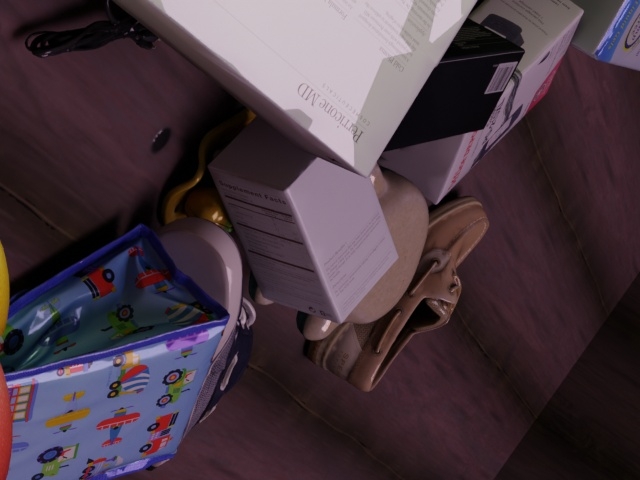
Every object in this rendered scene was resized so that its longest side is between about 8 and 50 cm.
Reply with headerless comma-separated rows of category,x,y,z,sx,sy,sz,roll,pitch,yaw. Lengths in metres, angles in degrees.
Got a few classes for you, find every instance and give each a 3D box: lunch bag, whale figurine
lunch bag,-0.254,0.147,1.699,0.293,0.138,0.221,-26,151,-39
whale figurine,0.000,0.000,2.022,0.272,0.141,0.216,-9,120,-54

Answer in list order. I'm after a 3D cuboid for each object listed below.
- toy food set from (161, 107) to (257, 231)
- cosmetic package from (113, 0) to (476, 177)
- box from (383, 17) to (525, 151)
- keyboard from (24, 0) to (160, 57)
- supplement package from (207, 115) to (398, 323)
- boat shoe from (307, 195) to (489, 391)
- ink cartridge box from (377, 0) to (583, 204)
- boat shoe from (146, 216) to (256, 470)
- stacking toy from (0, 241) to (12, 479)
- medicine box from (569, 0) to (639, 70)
toy food set,-0.063,-0.067,1.860,0.218,0.071,0.128,-37,153,-41
cosmetic package,-0.024,-0.259,1.380,0.377,0.097,0.284,38,80,-43
box,0.053,-0.179,1.789,0.261,0.184,0.103,-16,138,-60
keyboard,-0.163,-0.230,1.445,0.317,0.033,0.201,-23,136,-54
supplement package,-0.015,-0.027,1.802,0.105,0.105,0.179,-47,135,-29
boat shoe,0.126,0.073,2.446,0.341,0.110,0.121,-44,157,-29
ink cartridge box,0.182,-0.179,2.174,0.237,0.100,0.172,-45,165,-29
boat shoe,-0.126,0.075,1.893,0.158,0.127,0.340,-45,166,-45
stacking toy,-0.317,0.055,1.255,0.350,0.350,0.480,21,85,-69
medicine box,0.389,-0.361,2.319,0.263,0.149,0.289,-61,158,14
